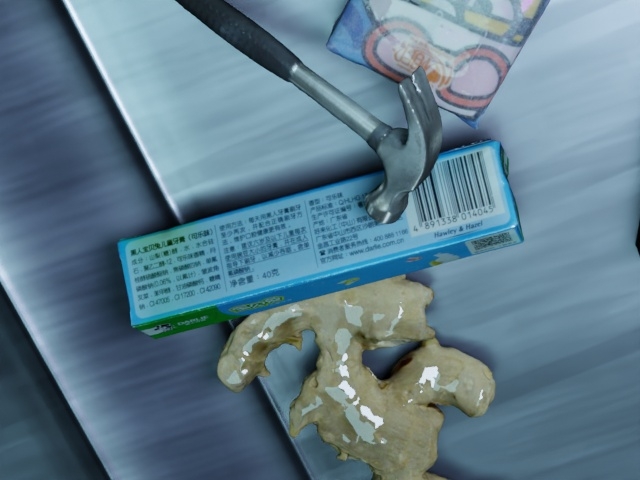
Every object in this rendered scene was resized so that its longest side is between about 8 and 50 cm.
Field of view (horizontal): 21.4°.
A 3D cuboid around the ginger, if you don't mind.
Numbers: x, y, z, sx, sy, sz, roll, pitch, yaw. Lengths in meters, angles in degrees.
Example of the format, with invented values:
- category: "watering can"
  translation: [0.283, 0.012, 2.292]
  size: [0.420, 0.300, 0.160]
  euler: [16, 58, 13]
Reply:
- category: "ginger"
  translation: [0.061, 0.122, 1.176]
  size: [0.149, 0.065, 0.258]
  euler: [-43, 100, 15]

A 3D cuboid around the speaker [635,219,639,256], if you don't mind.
- category: "speaker"
  translation: [0.261, -0.086, 1.092]
  size: [0.082, 0.044, 0.218]
  euler: [5, 111, 2]

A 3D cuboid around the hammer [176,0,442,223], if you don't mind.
- category: "hammer"
  translation: [-0.027, -0.120, 1.069]
  size: [0.246, 0.029, 0.103]
  euler: [39, 135, 10]

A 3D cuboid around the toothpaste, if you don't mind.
- category: "toothpaste"
  translation: [0.000, 0.000, 1.128]
  size: [0.266, 0.050, 0.065]
  euler: [-15, 75, 9]

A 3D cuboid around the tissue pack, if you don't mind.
- category: "tissue pack"
  translation: [0.089, -0.165, 1.065]
  size: [0.115, 0.065, 0.155]
  euler: [28, 109, -3]
